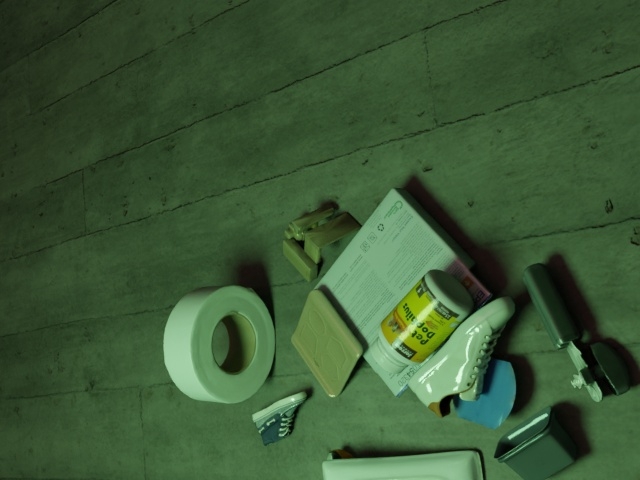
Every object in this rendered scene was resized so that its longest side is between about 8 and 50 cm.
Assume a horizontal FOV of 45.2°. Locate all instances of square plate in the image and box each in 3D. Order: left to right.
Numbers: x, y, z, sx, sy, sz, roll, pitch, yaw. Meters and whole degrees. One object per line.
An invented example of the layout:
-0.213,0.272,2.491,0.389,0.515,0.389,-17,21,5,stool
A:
0.177,0.619,1.580,0.348,0.049,0.343,-10,81,22,square plate

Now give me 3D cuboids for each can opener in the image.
0.467,0.168,1.431,0.093,0.074,0.280,-26,69,-1,can opener

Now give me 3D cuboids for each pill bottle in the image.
0.196,0.167,1.533,0.215,0.117,0.117,-51,58,25,pill bottle

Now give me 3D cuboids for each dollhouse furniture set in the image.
0.000,0.000,1.848,0.144,0.123,0.151,47,150,32,dollhouse furniture set

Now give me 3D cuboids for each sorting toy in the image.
0.016,0.237,1.775,0.193,0.038,0.208,53,143,25,sorting toy

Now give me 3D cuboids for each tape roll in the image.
-0.240,0.248,1.866,0.100,0.286,0.286,-6,83,40,tape roll

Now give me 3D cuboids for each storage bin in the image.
0.410,0.390,1.446,0.091,0.098,0.135,47,119,1,storage bin

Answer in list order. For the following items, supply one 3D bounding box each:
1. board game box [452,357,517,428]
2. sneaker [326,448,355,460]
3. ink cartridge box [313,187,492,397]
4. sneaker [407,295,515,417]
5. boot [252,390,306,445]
0.335,0.301,1.538,0.169,0.033,0.133,4,80,57,board game box
0.040,0.607,1.730,0.121,0.099,0.262,-25,70,41,sneaker
0.176,0.111,1.668,0.330,0.071,0.324,50,117,26,ink cartridge box
0.304,0.236,1.513,0.123,0.106,0.290,51,121,27,sneaker
-0.087,0.434,1.872,0.190,0.069,0.086,-36,72,41,boot
